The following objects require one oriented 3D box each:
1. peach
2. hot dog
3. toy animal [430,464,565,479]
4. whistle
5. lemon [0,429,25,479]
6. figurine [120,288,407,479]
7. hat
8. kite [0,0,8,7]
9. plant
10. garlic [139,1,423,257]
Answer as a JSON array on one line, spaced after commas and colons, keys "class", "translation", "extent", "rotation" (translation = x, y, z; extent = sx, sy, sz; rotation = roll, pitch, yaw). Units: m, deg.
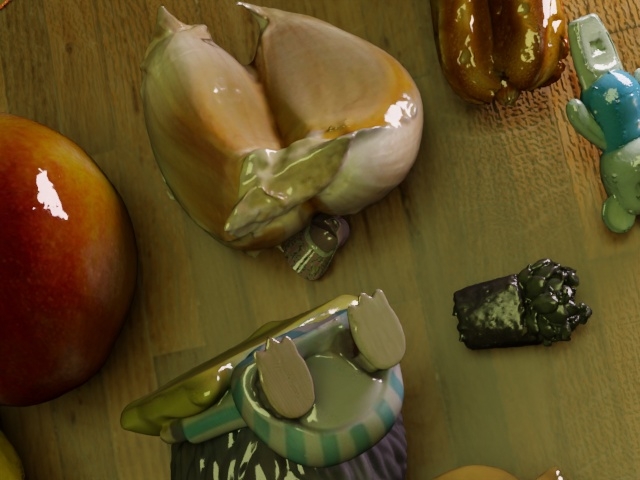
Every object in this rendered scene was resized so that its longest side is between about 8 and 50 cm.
[{"class": "peach", "translation": [-0.338, 0.017, 1.576], "extent": [0.308, 0.332, 0.308], "rotation": [-1, 71, 3]}, {"class": "hot dog", "translation": [0.196, -0.315, 1.653], "extent": [0.158, 0.117, 0.349], "rotation": [-15, 73, 29]}, {"class": "toy animal", "translation": [0.167, 0.296, 1.455], "extent": [0.169, 0.281, 0.195], "rotation": [33, 88, 16]}, {"class": "whistle", "translation": [0.319, -0.127, 1.584], "extent": [0.114, 0.077, 0.235], "rotation": [-24, 101, -17]}, {"class": "lemon", "translation": [-0.451, 0.283, 1.578], "extent": [0.322, 0.268, 0.268], "rotation": [35, 87, 14]}, {"class": "figurine", "translation": [0.018, 0.259, 1.471], "extent": [0.266, 0.361, 0.377], "rotation": [-29, 91, -22]}, {"class": "hat", "translation": [-0.001, 0.002, 1.669], "extent": [0.058, 0.042, 0.087], "rotation": [41, 122, 14]}, {"class": "kite", "translation": [-0.504, -0.331, 1.830], "extent": [0.327, 0.013, 0.377], "rotation": [5, 79, 10]}, {"class": "plant", "translation": [0.216, 0.074, 1.589], "extent": [0.143, 0.092, 0.094], "rotation": [-16, 70, 15]}, {"class": "garlic", "translation": [-0.053, -0.123, 1.613], "extent": [0.286, 0.249, 0.313], "rotation": [-47, 41, 10]}]
